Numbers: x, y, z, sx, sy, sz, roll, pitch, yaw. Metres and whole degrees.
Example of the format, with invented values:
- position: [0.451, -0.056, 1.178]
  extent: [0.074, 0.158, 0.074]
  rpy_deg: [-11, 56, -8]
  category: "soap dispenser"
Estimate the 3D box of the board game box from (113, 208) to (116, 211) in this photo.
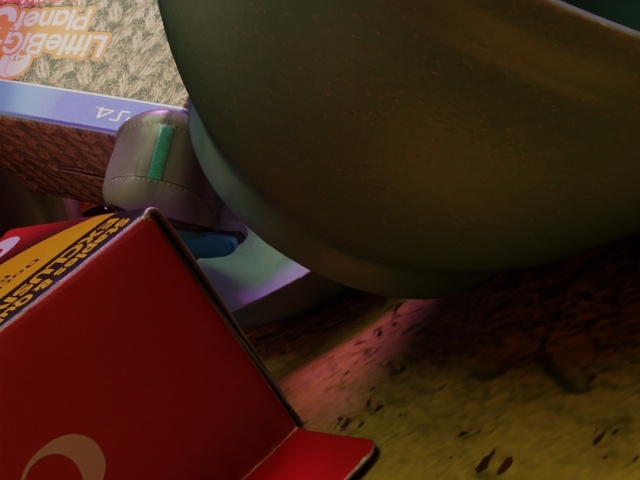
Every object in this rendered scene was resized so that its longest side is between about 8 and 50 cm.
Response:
- position: [-0.172, -0.102, 1.335]
  extent: [0.201, 0.035, 0.136]
  rpy_deg: [-29, 17, 19]
  category: "board game box"

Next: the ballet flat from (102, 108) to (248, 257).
- position: [-0.072, -0.029, 0.635]
  extent: [0.213, 0.072, 0.068]
  rpy_deg: [126, 154, -85]
  category: "ballet flat"

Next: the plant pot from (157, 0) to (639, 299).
- position: [0.053, -0.099, 0.500]
  extent: [0.293, 0.293, 0.196]
  rpy_deg: [-53, -7, -48]
  category: "plant pot"

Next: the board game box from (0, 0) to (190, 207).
- position: [-0.109, -0.173, 0.874]
  extent: [0.232, 0.141, 0.291]
  rpy_deg: [11, 69, 30]
  category: "board game box"

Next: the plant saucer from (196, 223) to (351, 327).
- position: [0.000, 0.000, 0.690]
  extent: [0.195, 0.037, 0.195]
  rpy_deg: [-31, 16, 10]
  category: "plant saucer"

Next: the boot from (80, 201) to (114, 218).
- position: [-0.312, -0.036, 1.180]
  extent: [0.176, 0.088, 0.244]
  rpy_deg: [-28, -17, 12]
  category: "boot"

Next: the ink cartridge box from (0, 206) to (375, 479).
- position: [-0.173, 0.126, 0.496]
  extent: [0.309, 0.130, 0.272]
  rpy_deg: [-42, 19, -27]
  category: "ink cartridge box"

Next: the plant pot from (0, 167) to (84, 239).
- position: [-0.354, 0.033, 0.974]
  extent: [0.263, 0.263, 0.229]
  rpy_deg: [-48, 4, -41]
  category: "plant pot"
